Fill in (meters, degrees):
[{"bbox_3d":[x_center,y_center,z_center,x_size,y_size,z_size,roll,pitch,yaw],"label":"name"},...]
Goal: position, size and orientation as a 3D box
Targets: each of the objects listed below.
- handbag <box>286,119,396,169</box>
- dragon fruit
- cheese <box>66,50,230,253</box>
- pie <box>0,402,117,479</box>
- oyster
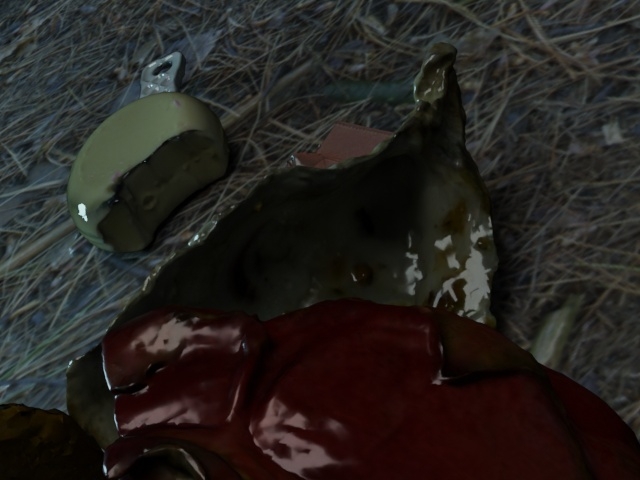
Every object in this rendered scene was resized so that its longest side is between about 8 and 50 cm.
[{"bbox_3d":[0.000,0.000,1.205,0.157,0.059,0.212,18,59,48],"label":"handbag"},{"bbox_3d":[0.022,0.143,0.803,0.286,0.228,0.329,-20,15,17],"label":"dragon fruit"},{"bbox_3d":[-0.176,-0.091,1.447,0.163,0.071,0.249,-33,35,2],"label":"cheese"},{"bbox_3d":[-0.245,0.210,0.996,0.273,0.273,0.069,-31,53,6],"label":"pie"},{"bbox_3d":[0.016,0.042,1.071,0.396,0.204,0.111,-40,0,-18],"label":"oyster"}]
